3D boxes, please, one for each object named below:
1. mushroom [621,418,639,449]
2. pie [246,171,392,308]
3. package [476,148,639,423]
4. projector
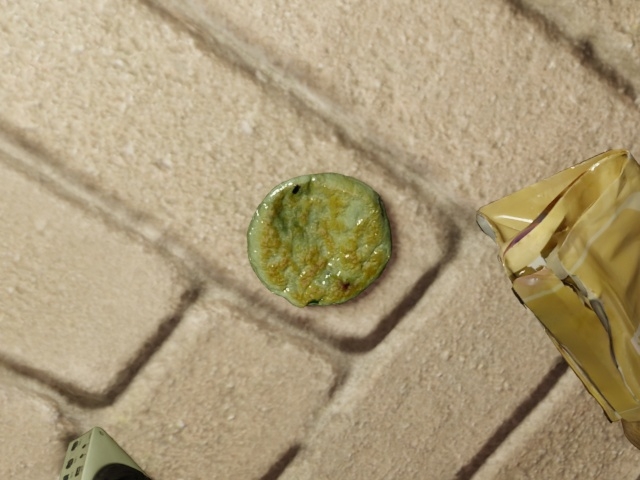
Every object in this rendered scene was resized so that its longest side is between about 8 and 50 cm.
[{"bbox_3d":[0.544,0.247,1.124,0.285,0.156,0.151,-3,132,-9],"label":"mushroom"},{"bbox_3d":[0.000,0.000,0.994,0.186,0.041,0.187,-3,112,-7],"label":"pie"},{"bbox_3d":[0.349,0.078,0.971,0.221,0.165,0.311,-24,119,32],"label":"package"},{"bbox_3d":[-0.232,0.396,1.010,0.079,0.257,0.259,-32,113,6],"label":"projector"}]
